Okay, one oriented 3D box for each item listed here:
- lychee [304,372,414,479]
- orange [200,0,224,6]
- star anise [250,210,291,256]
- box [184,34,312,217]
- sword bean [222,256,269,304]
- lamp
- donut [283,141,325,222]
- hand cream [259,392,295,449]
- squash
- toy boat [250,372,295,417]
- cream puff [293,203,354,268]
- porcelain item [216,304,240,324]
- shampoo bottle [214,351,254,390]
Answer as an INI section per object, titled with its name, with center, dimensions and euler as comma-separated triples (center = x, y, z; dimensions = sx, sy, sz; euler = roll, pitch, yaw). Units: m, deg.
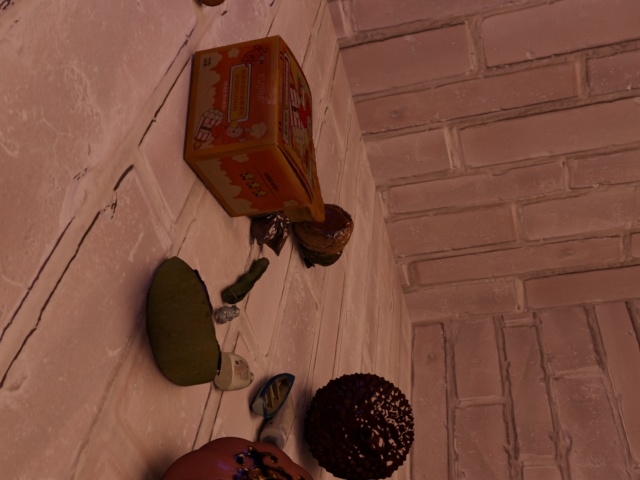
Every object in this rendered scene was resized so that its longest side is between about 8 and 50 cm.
[lychee]
center = 0.105, 0.496, 1.947
dimensions = 0.330, 0.305, 0.306
euler = -159, -120, -81
[orange]
center = -0.245, -0.562, 1.604
dimensions = 0.085, 0.084, 0.085
euler = -8, 90, -76
[star anise]
center = -0.124, -0.057, 1.792
dimensions = 0.212, 0.073, 0.197
euler = -11, 91, -74
[box]
center = -0.138, -0.239, 1.561
dimensions = 0.259, 0.213, 0.284
euler = 61, 25, -60
[sword bean]
center = -0.164, 0.090, 1.630
dimensions = 0.269, 0.038, 0.043
euler = -52, 158, -71
[lamp]
center = -0.132, 0.464, 1.128
dimensions = 0.305, 0.240, 0.305
euler = 25, 33, -18
[donut]
center = -0.068, -0.176, 2.006
dimensions = 0.277, 0.108, 0.278
euler = -9, 90, -76
[hand cream]
center = -0.092, 0.425, 1.699
dimensions = 0.276, 0.059, 0.096
euler = -50, 129, -78
[squash]
center = -0.202, 0.149, 1.214
dimensions = 0.204, 0.154, 0.237
euler = -39, 119, -72
[toy boat]
center = -0.109, 0.352, 1.678
dimensions = 0.229, 0.045, 0.080
euler = -29, 109, -76
[cream puff]
center = 0.000, 0.000, 2.138
dimensions = 0.183, 0.183, 0.169
euler = -78, 179, -54
[porcelain item]
center = -0.192, 0.152, 1.494
dimensions = 0.083, 0.028, 0.036
euler = -13, 98, -75
[shampoo bottle]
center = -0.170, 0.272, 1.481
dimensions = 0.152, 0.045, 0.077
euler = 38, 44, -68
